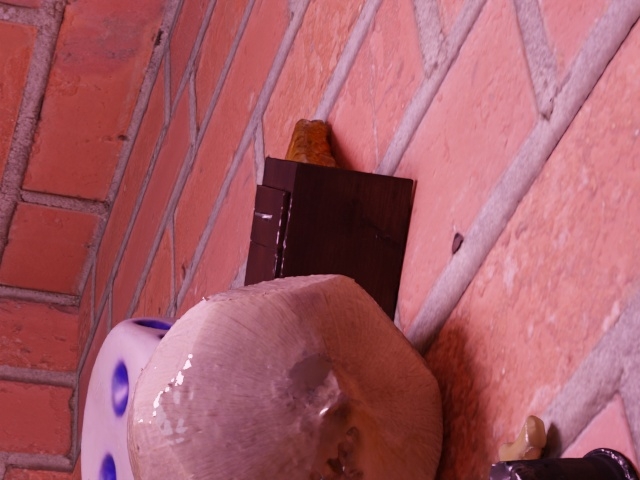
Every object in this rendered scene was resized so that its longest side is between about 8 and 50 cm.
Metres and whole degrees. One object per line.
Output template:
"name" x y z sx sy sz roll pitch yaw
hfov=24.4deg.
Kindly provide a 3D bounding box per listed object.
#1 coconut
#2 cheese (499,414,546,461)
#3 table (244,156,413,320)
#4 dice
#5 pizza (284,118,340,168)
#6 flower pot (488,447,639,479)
"coconut" -0.041 0.206 1.639 0.360 0.346 0.346 124 151 -71
"cheese" 0.193 0.197 1.404 0.083 0.030 0.044 110 154 -50
"table" 0.000 0.000 1.886 0.169 0.172 0.193 -160 78 -73
"dice" -0.159 0.278 2.040 0.304 0.277 0.304 -160 79 -66
"pizza" -0.037 -0.028 2.153 0.268 0.087 0.257 -96 25 -68
"flower pot" 0.193 0.251 1.252 0.157 0.107 0.157 -173 90 -74
